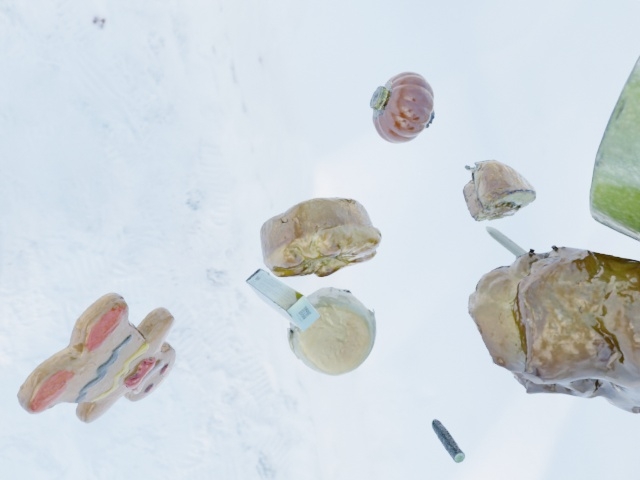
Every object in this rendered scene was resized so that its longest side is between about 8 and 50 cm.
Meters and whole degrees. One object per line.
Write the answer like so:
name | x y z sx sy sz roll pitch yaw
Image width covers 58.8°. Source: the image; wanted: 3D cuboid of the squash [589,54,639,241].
squash | 0.487 -0.056 0.515 0.263 0.384 0.263 -29 134 -35

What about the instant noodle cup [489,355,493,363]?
instant noodle cup | 0.589 0.207 1.477 0.284 0.313 0.284 -8 90 -78

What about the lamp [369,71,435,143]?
lamp | 0.253 -0.405 1.741 0.197 0.223 0.223 17 72 -18

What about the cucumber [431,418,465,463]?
cucumber | 0.293 0.463 1.327 0.032 0.133 0.032 -6 112 -15

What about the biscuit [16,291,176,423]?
biscuit | -0.237 0.151 0.687 0.165 0.036 0.250 -52 161 -12

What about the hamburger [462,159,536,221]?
hamburger | 0.294 -0.095 0.946 0.176 0.087 0.102 -8 72 -47

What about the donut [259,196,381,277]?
donut | 0.000 0.000 1.439 0.299 0.317 0.150 -18 75 2

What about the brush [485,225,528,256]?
brush | 0.423 0.046 1.136 0.039 0.299 0.042 -47 127 5

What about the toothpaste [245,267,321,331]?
toothpaste | -0.112 0.156 1.543 0.071 0.313 0.089 -43 116 -14

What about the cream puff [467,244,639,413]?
cream puff | 0.299 0.096 0.627 0.241 0.269 0.154 74 24 -63

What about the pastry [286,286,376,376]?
pastry | 0.034 0.260 1.642 0.265 0.133 0.264 -1 102 -7
